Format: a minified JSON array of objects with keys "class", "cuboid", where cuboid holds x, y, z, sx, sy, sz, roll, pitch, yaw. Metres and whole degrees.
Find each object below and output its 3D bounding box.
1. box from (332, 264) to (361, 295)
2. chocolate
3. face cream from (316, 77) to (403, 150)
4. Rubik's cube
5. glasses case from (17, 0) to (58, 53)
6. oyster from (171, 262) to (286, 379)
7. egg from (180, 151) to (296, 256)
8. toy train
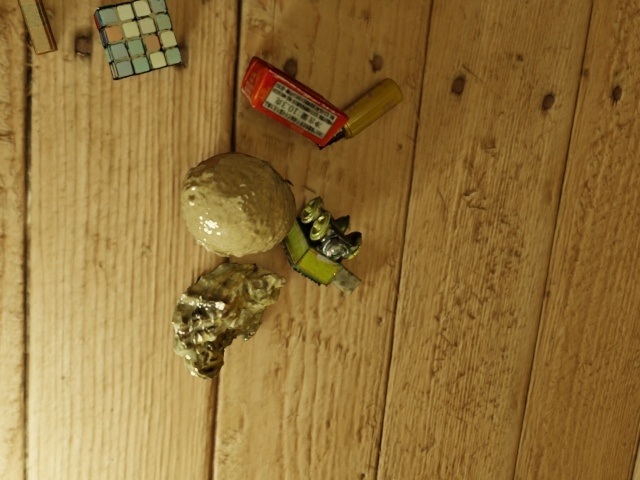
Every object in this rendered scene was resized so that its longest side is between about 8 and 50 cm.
[{"class":"box","cuboid":[0.064,0.108,1.846,0.098,0.045,0.062,37,88,-26]},{"class":"chocolate","cuboid":[-0.075,-0.345,1.587,0.238,0.235,0.108,28,102,-25]},{"class":"face cream","cuboid":[0.097,-0.334,1.738,0.273,0.078,0.078,-38,113,-10]},{"class":"Rubik's cube","cuboid":[-0.418,-0.460,1.460,0.151,0.155,0.154,-20,109,-17]},{"class":"glasses case","cuboid":[-0.635,-0.523,1.403,0.049,0.075,0.218,-19,108,-20]},{"class":"oyster","cuboid":[-0.242,0.192,1.705,0.351,0.115,0.237,-34,112,-11]},{"class":"egg","cuboid":[-0.202,-0.087,1.582,0.310,0.279,0.279,33,89,-37]},{"class":"toy train","cuboid":[0.000,0.000,1.687,0.134,0.261,0.177,32,103,-24]}]
